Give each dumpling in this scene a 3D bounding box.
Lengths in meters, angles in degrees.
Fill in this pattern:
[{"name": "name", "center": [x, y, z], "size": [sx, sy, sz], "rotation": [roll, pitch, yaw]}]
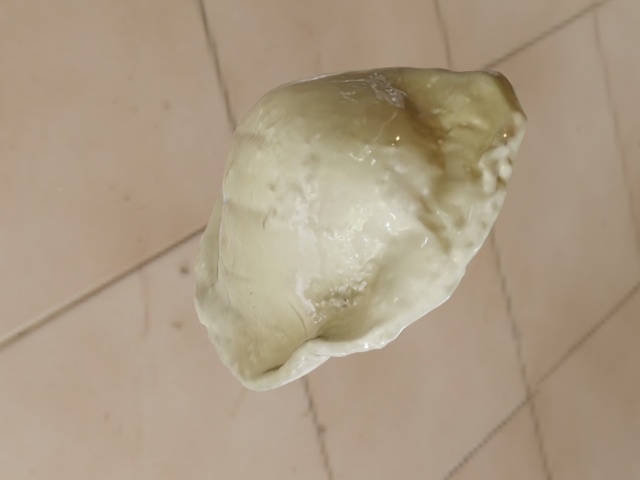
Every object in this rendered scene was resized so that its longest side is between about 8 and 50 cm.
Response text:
[{"name": "dumpling", "center": [0.000, 0.000, 0.818], "size": [0.131, 0.252, 0.179], "rotation": [33, 58, -37]}]
